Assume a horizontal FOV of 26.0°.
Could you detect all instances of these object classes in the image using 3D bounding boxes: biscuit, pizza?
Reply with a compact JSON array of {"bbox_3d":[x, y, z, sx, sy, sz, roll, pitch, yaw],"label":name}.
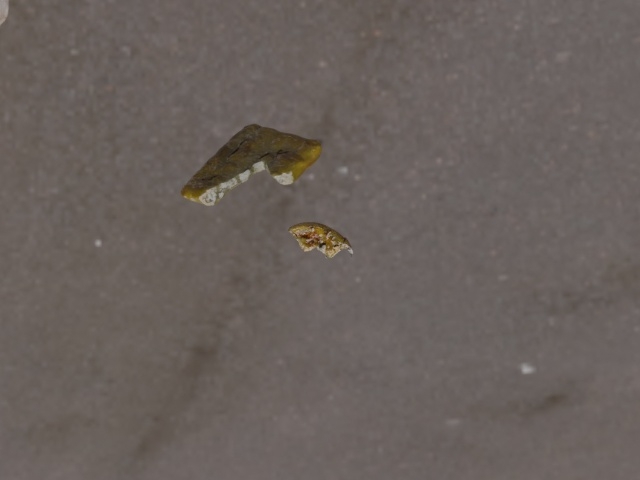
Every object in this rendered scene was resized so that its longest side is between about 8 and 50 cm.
[{"bbox_3d":[-0.103,-0.110,2.118,0.183,0.174,0.039,14,142,43],"label":"biscuit"},{"bbox_3d":[0.000,0.000,1.543,0.083,0.037,0.016,20,-158,25],"label":"pizza"}]

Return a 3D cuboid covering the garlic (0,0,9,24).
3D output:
[{"bbox_3d":[-0.352,-0.219,1.235,0.267,0.128,0.148,5,116,-10],"label":"garlic"}]
